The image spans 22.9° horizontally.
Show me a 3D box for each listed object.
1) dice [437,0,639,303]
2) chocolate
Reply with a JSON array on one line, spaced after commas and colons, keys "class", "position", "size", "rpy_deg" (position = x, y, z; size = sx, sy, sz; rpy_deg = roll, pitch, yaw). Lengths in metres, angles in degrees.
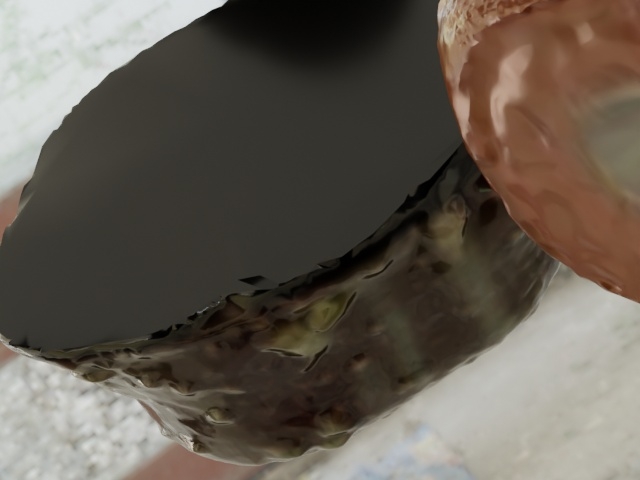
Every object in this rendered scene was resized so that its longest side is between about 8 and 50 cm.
[{"class": "dice", "position": [0.166, -0.088, 0.634], "size": [0.174, 0.175, 0.179], "rpy_deg": [-9, 39, 48]}, {"class": "chocolate", "position": [0.000, 0.000, 0.920], "size": [0.340, 0.210, 0.225], "rpy_deg": [-30, 46, 4]}]
